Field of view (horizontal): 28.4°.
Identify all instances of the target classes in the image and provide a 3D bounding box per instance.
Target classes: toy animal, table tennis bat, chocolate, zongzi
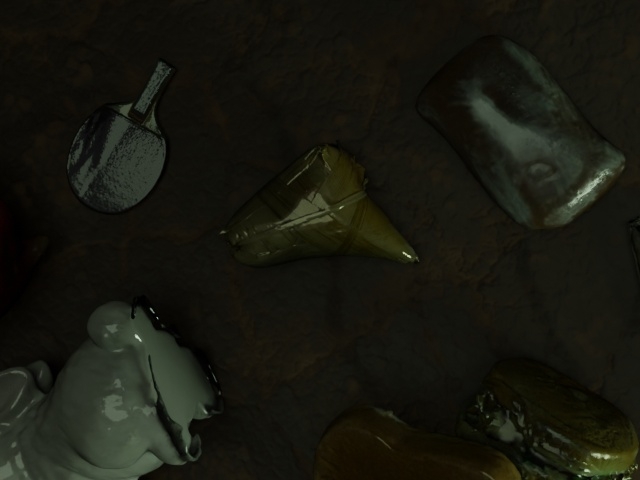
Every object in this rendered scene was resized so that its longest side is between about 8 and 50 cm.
[{"bbox_3d":[-0.316,0.229,1.595,0.357,0.194,0.257,-20,96,18],"label":"toy animal"},{"bbox_3d":[-0.251,-0.137,1.659,0.130,0.019,0.220,31,96,8],"label":"table tennis bat"},{"bbox_3d":[0.241,-0.132,1.537,0.157,0.080,0.254,-41,83,8],"label":"chocolate"},{"bbox_3d":[0.000,0.000,1.578,0.194,0.099,0.197,-37,91,8],"label":"zongzi"}]

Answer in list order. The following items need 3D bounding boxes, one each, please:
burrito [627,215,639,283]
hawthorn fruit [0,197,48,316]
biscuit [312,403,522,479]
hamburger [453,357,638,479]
[{"bbox_3d":[0.409,0.047,1.526,0.051,0.042,0.171,-12,90,13],"label":"burrito"},{"bbox_3d":[-0.531,0.015,1.593,0.311,0.295,0.295,36,96,-15],"label":"hawthorn fruit"},{"bbox_3d":[0.146,0.314,1.482,0.344,0.057,0.287,36,141,12],"label":"biscuit"},{"bbox_3d":[0.267,0.233,1.481,0.215,0.189,0.122,27,104,8],"label":"hamburger"}]
